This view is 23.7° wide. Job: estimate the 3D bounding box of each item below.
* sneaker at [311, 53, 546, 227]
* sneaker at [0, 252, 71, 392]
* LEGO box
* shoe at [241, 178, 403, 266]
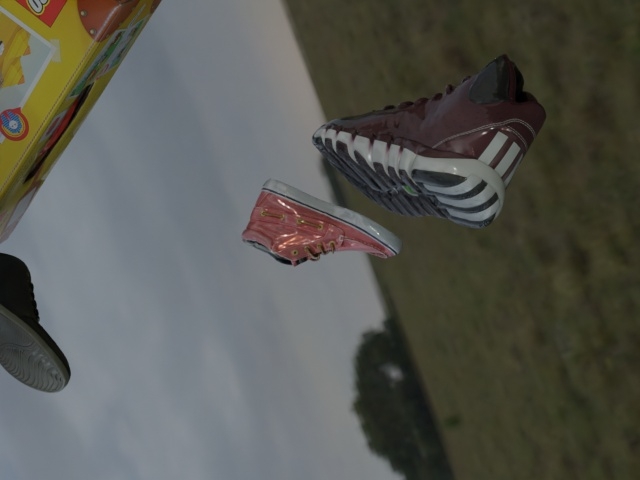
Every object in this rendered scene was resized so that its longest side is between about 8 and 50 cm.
[{"bbox_3d":[0.118,-0.108,1.459,0.106,0.162,0.281,46,166,-32],"label":"sneaker"},{"bbox_3d":[-0.393,0.099,2.027,0.222,0.083,0.118,42,-145,6],"label":"sneaker"},{"bbox_3d":[-0.495,-0.256,2.058,0.372,0.500,0.193,38,-153,1],"label":"LEGO box"},{"bbox_3d":[0.000,0.000,1.729,0.178,0.081,0.063,24,169,14],"label":"shoe"}]
